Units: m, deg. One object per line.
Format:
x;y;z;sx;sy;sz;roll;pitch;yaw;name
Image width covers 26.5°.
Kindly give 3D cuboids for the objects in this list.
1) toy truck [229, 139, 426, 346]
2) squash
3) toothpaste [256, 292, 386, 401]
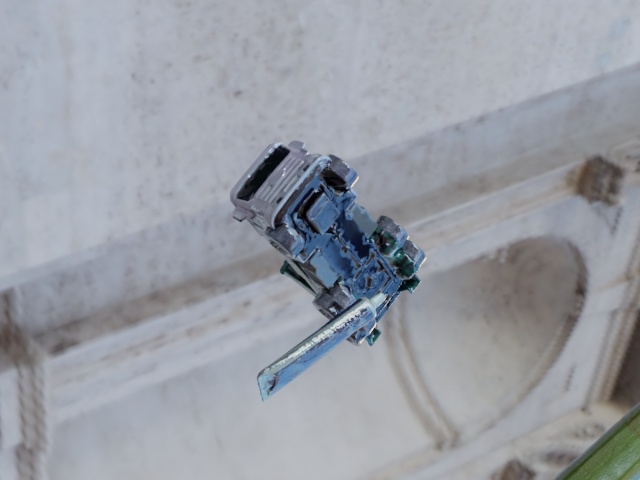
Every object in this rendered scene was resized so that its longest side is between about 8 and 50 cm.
0.000;0.000;1.277;0.116;0.110;0.216;26;-17;44;toy truck
0.322;0.226;1.434;0.066;0.229;0.066;48;-3;3;squash
0.002;0.085;1.146;0.021;0.140;0.037;39;-25;35;toothpaste
